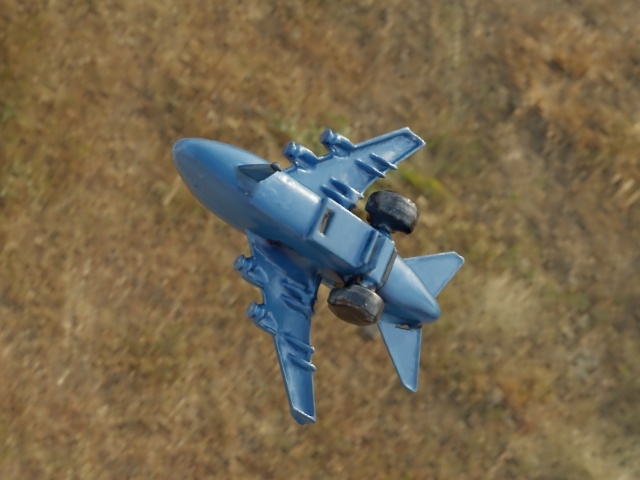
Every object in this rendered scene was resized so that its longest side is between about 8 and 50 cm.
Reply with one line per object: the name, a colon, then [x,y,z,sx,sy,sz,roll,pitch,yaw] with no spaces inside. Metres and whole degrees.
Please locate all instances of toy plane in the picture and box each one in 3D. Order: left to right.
toy plane: [0.000,0.000,1.322,0.271,0.105,0.254,38,64,-35]
